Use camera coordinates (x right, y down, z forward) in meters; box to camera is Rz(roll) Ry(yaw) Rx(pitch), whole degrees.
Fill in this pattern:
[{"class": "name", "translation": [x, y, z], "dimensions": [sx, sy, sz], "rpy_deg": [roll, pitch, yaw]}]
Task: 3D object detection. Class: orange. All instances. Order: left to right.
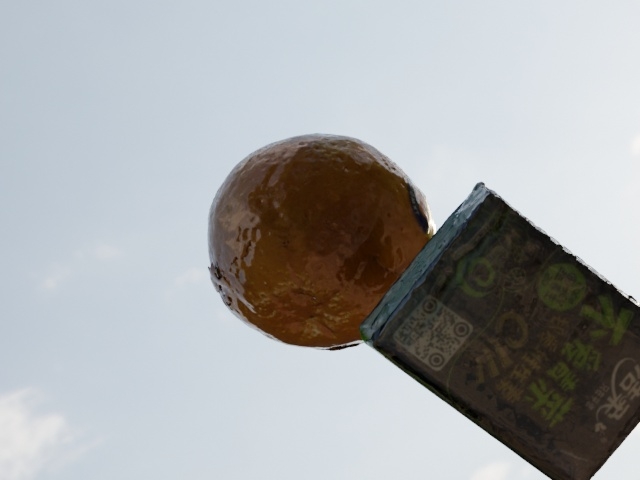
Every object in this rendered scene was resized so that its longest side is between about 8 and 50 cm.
[{"class": "orange", "translation": [-0.001, 0.000, 1.247], "dimensions": [0.219, 0.193, 0.219], "rpy_deg": [-10, -42, -9]}]

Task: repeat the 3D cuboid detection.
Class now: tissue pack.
[{"class": "tissue pack", "translation": [0.177, 0.084, 1.121], "dimensions": [0.173, 0.235, 0.073], "rpy_deg": [-53, 9, 9]}]
